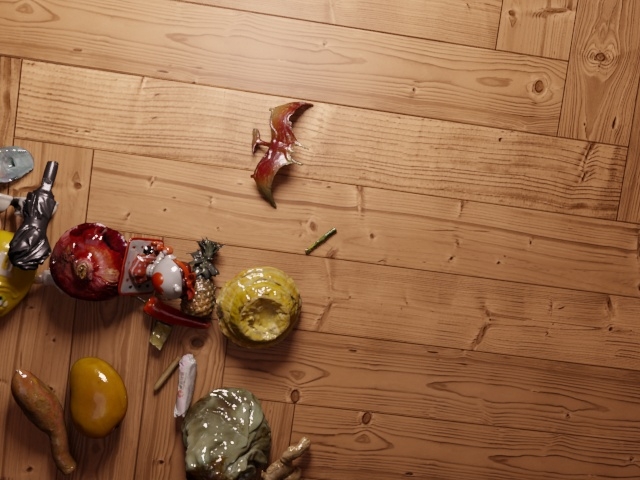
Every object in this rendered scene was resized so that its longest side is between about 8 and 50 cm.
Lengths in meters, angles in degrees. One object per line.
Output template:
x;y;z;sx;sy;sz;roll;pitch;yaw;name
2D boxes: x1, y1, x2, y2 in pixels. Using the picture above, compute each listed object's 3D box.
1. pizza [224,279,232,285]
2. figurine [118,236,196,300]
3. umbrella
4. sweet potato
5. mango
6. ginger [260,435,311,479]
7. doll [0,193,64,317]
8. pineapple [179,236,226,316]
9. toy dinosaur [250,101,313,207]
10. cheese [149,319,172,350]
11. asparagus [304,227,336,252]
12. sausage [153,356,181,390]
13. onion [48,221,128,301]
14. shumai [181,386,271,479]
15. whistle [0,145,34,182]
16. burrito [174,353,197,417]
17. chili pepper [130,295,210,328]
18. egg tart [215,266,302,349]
-0.259;0.182;1.831;0.134;0.046;0.175;29;92;-5;pizza
-0.465;0.104;1.712;0.226;0.160;0.183;14;93;27;figurine
-0.841;-0.077;1.681;0.118;0.118;0.340;11;76;-4;umbrella
-0.872;0.568;1.797;0.109;0.109;0.385;-22;106;-2;sweet potato
-0.701;0.495;1.781;0.175;0.139;0.254;-6;87;-6;mango
-0.114;0.759;1.856;0.258;0.065;0.149;-46;126;-11;ginger
-0.956;0.046;1.738;0.348;0.161;0.423;-16;102;-18;doll
-0.378;0.113;1.792;0.125;0.125;0.251;11;88;-4;pineapple
-0.122;-0.278;1.797;0.206;0.113;0.327;-8;83;23;toy dinosaur
-0.524;0.308;1.827;0.060;0.041;0.084;26;76;-12;cheese
0.000;0.000;1.849;0.127;0.018;0.015;-37;69;-1;asparagus
-0.503;0.436;1.844;0.024;0.024;0.132;39;90;-5;sausage
-0.696;0.075;1.715;0.252;0.219;0.252;-2;101;-13;onion
-0.298;0.642;1.750;0.309;0.263;0.304;27;94;-4;shumai
-1.062;-0.208;1.712;0.348;0.189;0.189;-18;94;-13;whistle
-0.439;0.471;1.832;0.064;0.064;0.203;8;90;-4;burrito
-0.485;0.235;1.809;0.272;0.071;0.063;23;73;-6;chili pepper
-0.189;0.225;1.771;0.290;0.115;0.290;-4;110;-12;egg tart
